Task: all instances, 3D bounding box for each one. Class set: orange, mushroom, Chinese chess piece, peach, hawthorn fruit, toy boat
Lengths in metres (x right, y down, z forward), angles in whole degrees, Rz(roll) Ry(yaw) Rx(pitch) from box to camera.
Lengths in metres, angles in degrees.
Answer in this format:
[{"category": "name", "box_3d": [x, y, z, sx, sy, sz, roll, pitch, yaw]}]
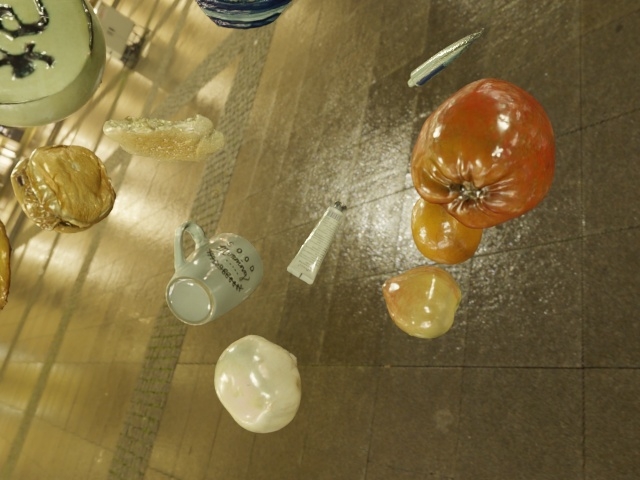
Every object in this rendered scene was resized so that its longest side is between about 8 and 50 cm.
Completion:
[{"category": "orange", "box_3d": [0.238, -0.031, 0.969, 0.124, 0.156, 0.156, -10, 59, 43]}, {"category": "mushroom", "box_3d": [-0.156, 0.380, 1.396, 0.254, 0.234, 0.260, 12, 107, 27]}, {"category": "Chinese chess piece", "box_3d": [-0.638, -0.416, 1.062, 0.146, 0.349, 0.349, 157, 134, -74]}, {"category": "peach", "box_3d": [0.285, 0.168, 1.464, 0.232, 0.232, 0.232, -33, 43, 38]}, {"category": "hawthorn fruit", "box_3d": [0.204, -0.112, 0.641, 0.189, 0.189, 0.189, -33, 43, 38]}, {"category": "toy boat", "box_3d": [-0.133, -0.540, 0.930, 0.291, 0.220, 0.067, 99, 151, -50]}]

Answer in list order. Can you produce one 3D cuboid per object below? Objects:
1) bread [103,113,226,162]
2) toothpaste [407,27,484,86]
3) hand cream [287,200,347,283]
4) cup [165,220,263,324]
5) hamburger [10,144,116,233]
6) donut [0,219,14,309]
[{"category": "bread", "box_3d": [-0.328, -0.214, 1.106, 0.251, 0.182, 0.039, 0, 72, 11]}, {"category": "toothpaste", "box_3d": [0.322, -0.480, 1.356, 0.268, 0.069, 0.047, -24, 74, 60]}, {"category": "hand cream", "box_3d": [0.000, 0.000, 1.368, 0.234, 0.080, 0.050, -59, -4, -9]}, {"category": "cup", "box_3d": [-0.297, 0.074, 1.291, 0.186, 0.258, 0.234, -33, 5, 25]}, {"category": "hamburger", "box_3d": [-0.403, -0.080, 0.806, 0.083, 0.147, 0.138, -28, 90, 31]}, {"category": "donut", "box_3d": [-0.761, 0.029, 1.086, 0.277, 0.108, 0.277, 2, 93, 41]}]
